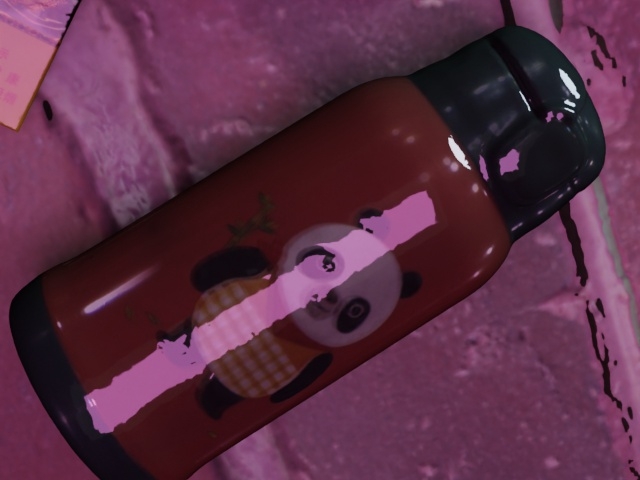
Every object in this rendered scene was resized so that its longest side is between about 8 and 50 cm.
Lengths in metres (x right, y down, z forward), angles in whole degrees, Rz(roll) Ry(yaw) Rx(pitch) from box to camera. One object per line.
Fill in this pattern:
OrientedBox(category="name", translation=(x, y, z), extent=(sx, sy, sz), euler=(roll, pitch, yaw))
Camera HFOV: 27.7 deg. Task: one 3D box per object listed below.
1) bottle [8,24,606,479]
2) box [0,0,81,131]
OrientedBox(category="bottle", translation=(0.000, 0.000, 0.732), extent=(0.336, 0.144, 0.144), euler=(-33, 110, 1))
OrientedBox(category="box", translation=(-0.173, -0.147, 0.717), extent=(0.087, 0.023, 0.155), euler=(26, 102, -12))
